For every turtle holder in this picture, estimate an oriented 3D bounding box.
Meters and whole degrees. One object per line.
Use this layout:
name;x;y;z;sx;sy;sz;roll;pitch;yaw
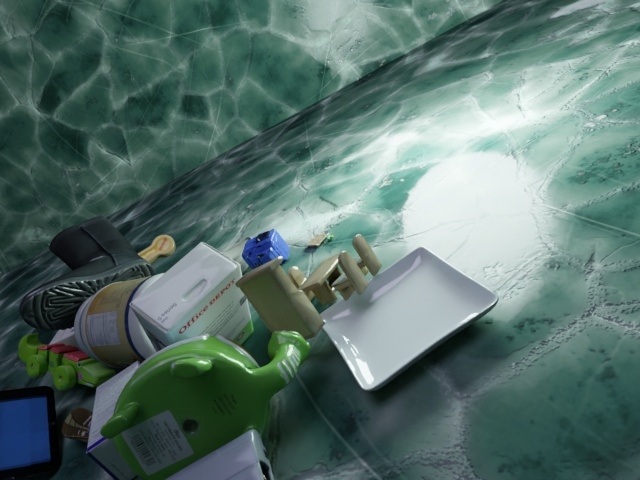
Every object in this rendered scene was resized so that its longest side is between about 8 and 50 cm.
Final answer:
turtle holder;-0.196;0.257;0.856;0.320;0.243;0.227;-56;9;5

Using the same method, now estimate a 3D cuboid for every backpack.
backpack;-0.167;0.036;1.418;0.120;0.098;0.101;-18;31;24

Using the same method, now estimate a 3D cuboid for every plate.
plate;0.153;0.141;0.927;0.277;0.045;0.278;-33;25;-6

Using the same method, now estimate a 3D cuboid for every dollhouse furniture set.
dollhouse furniture set;-0.033;0.076;1.027;0.212;0.161;0.242;-27;12;38

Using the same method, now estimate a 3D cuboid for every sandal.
sandal;-0.529;0.438;1.140;0.180;0.049;0.072;0;42;25

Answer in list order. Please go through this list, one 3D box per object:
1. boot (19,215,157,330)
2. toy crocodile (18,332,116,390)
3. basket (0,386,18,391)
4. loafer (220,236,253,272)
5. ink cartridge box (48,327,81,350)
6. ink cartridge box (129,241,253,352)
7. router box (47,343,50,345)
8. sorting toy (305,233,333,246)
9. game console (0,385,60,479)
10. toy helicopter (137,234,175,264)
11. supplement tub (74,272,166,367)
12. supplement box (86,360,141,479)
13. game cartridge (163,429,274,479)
boot;-0.759;0.076;1.514;0.366;0.146;0.445;-17;34;-36
toy crocodile;-0.708;0.337;1.364;0.340;0.105;0.115;7;2;30
basket;-0.856;0.496;1.247;0.154;0.205;0.227;8;32;22
loafer;-0.322;0.086;1.477;0.319;0.112;0.112;-42;27;-23
ink cartridge box;-0.666;0.253;1.544;0.282;0.117;0.207;-26;25;11
ink cartridge box;-0.260;0.168;1.052;0.114;0.273;0.198;29;56;23
router box;-0.898;0.368;1.682;0.092;0.038;0.122;-1;38;46
sorting toy;0.000;0.000;1.397;0.083;0.012;0.062;-5;31;50
game console;-0.751;0.397;1.121;0.173;0.250;0.293;-28;38;-17
toy helicopter;-0.670;0.109;1.758;0.355;0.140;0.235;-36;68;-17
supplement tub;-0.463;0.211;1.266;0.316;0.228;0.228;-11;31;36
supplement box;-0.400;0.373;1.031;0.113;0.111;0.220;-34;25;-8
game cartridge;-0.133;0.420;0.632;0.198;0.062;0.297;-27;40;-2
